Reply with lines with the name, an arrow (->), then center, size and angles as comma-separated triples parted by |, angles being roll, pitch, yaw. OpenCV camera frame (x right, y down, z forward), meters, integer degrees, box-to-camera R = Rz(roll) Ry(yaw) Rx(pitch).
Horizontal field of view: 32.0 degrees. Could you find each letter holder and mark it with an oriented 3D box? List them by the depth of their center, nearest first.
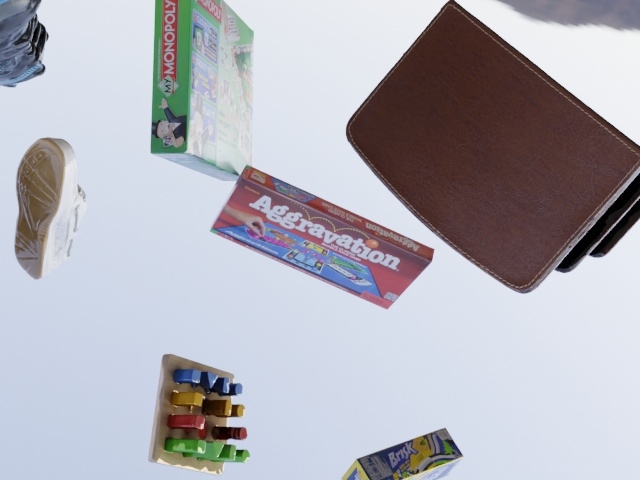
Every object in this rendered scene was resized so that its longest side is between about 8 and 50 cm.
letter holder -> 0.206, -0.090, 1.292 | 0.302, 0.214, 0.152 | 44, -171, 25

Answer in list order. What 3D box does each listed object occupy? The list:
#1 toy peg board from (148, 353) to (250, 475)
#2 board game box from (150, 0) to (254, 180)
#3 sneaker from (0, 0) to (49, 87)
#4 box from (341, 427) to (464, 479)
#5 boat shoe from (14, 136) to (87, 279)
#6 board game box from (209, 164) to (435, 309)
toy peg board -> -0.167, 0.265, 1.681 | 0.079, 0.161, 0.161 | -5, 160, 33
board game box -> -0.141, -0.195, 1.401 | 0.046, 0.214, 0.317 | 0, 177, 10
sneaker -> -0.375, -0.261, 1.323 | 0.139, 0.125, 0.341 | 19, 169, -29
box -> 0.117, 0.319, 1.573 | 0.168, 0.059, 0.054 | -11, -124, -35
boat shoe -> -0.411, -0.061, 1.738 | 0.098, 0.277, 0.096 | 43, -134, 19
board game box -> 0.000, 0.000, 1.532 | 0.281, 0.145, 0.027 | 24, -128, -10
